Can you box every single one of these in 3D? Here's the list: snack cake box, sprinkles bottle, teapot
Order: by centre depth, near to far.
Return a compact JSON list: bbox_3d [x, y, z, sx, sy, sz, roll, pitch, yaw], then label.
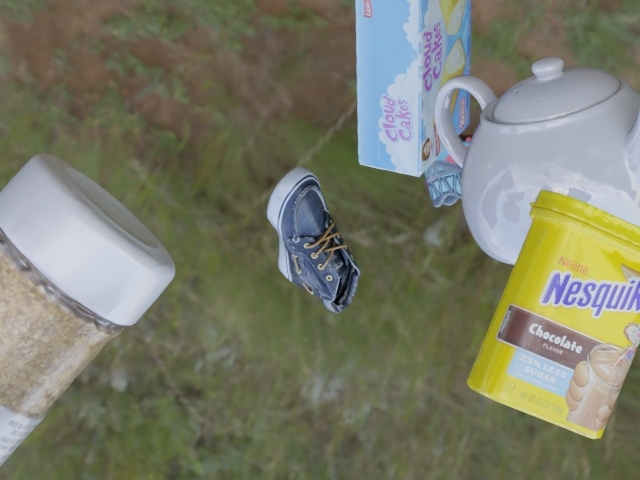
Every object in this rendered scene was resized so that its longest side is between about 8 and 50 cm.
[{"bbox_3d":[-0.253,0.110,0.961,0.121,0.355,0.121,42,-176,-4],"label":"sprinkles bottle"},{"bbox_3d":[0.249,-0.099,1.525,0.256,0.252,0.187,-14,107,10],"label":"teapot"},{"bbox_3d":[0.115,-0.231,1.791,0.089,0.152,0.264,14,127,24],"label":"snack cake box"}]

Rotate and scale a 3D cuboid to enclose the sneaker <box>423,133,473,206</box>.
[{"bbox_3d":[0.257,-0.077,1.999,0.262,0.125,0.104,10,-168,41],"label":"sneaker"}]

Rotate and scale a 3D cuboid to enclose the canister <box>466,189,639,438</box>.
[{"bbox_3d":[0.202,0.061,1.181,0.126,0.170,0.073,22,180,-18],"label":"canister"}]

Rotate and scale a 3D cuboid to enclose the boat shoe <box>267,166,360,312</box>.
[{"bbox_3d":[0.000,0.000,1.502,0.083,0.065,0.183,39,158,24],"label":"boat shoe"}]
